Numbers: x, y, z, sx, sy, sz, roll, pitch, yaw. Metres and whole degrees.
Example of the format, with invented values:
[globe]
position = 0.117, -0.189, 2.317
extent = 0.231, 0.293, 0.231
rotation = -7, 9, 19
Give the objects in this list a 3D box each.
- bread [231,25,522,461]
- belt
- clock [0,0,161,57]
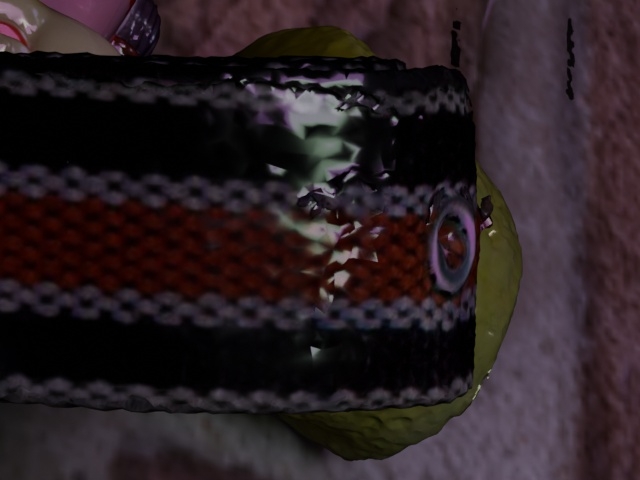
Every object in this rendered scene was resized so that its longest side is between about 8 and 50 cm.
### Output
[bread]
position = 0.000, 0.000, 0.631
extent = 0.114, 0.111, 0.129
rotation = 35, 60, -29
[belt]
position = -0.136, -0.006, 0.453
extent = 0.359, 0.126, 0.094
rotation = 2, 85, -13
[clock]
position = -0.133, -0.080, 0.569
extent = 0.194, 0.100, 0.196
rotation = 18, 60, -24
